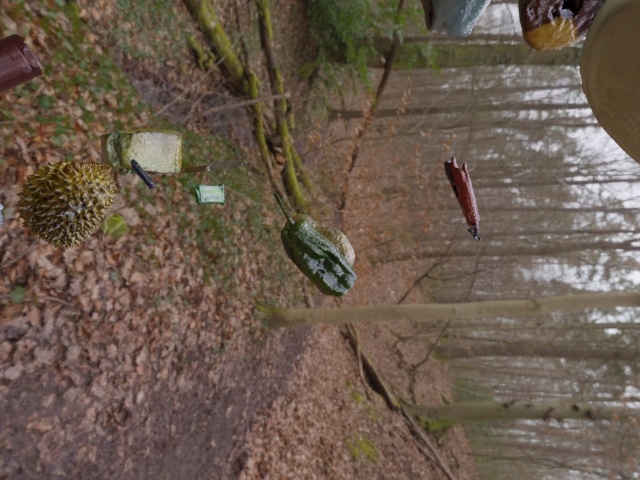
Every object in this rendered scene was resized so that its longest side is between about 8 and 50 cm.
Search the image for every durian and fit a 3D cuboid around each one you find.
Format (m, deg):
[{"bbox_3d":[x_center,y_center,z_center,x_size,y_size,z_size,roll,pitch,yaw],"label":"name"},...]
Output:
[{"bbox_3d":[-0.606,-0.080,1.115,0.183,0.250,0.138,32,17,-44],"label":"durian"}]

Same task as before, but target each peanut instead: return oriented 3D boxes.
[{"bbox_3d":[0.000,0.000,0.969,0.080,0.174,0.080,-42,151,-29],"label":"peanut"}]

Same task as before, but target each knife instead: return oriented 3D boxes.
[{"bbox_3d":[-0.394,-0.273,1.727,0.017,0.297,0.047,49,53,-44],"label":"knife"}]

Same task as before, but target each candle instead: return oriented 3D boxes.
[{"bbox_3d":[0.496,-0.144,1.623,0.084,0.059,0.302,-24,-100,64],"label":"candle"}]

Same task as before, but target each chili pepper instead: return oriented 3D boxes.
[{"bbox_3d":[-0.020,0.014,0.775,0.204,0.072,0.073,47,-18,-12],"label":"chili pepper"}]

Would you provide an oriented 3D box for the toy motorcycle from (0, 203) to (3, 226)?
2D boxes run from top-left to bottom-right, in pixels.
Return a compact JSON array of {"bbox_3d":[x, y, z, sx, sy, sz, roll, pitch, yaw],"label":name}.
[{"bbox_3d":[-0.688,-0.085,0.812,0.260,0.110,0.171,7,102,-53],"label":"toy motorcycle"}]

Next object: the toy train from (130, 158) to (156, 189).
[{"bbox_3d":[-0.429,-0.159,1.132,0.083,0.017,0.017,50,19,-2],"label":"toy train"}]

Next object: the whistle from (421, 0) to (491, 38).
[{"bbox_3d":[0.161,-0.437,0.512,0.188,0.167,0.406,133,-41,-67],"label":"whistle"}]

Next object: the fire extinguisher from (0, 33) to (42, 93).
[{"bbox_3d":[-0.730,-0.329,0.981,0.269,0.104,0.105,-39,140,-24],"label":"fire extinguisher"}]

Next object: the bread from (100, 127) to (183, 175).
[{"bbox_3d":[-0.489,-0.240,1.280,0.257,0.185,0.124,-44,136,-70],"label":"bread"}]

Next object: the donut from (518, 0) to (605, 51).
[{"bbox_3d":[0.412,-0.410,0.789,0.184,0.166,0.074,17,58,-47],"label":"donut"}]

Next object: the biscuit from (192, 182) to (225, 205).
[{"bbox_3d":[-0.225,-0.093,0.954,0.089,0.016,0.046,-10,93,-64],"label":"biscuit"}]

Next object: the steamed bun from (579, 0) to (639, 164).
[{"bbox_3d":[0.446,-0.178,0.514,0.290,0.273,0.273,-28,116,-32],"label":"steamed bun"}]
